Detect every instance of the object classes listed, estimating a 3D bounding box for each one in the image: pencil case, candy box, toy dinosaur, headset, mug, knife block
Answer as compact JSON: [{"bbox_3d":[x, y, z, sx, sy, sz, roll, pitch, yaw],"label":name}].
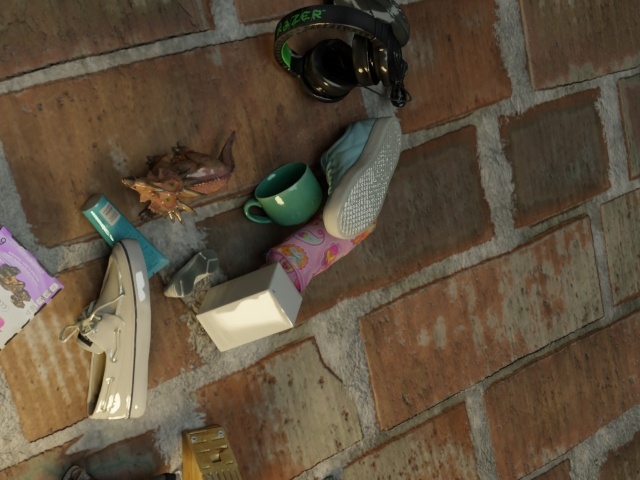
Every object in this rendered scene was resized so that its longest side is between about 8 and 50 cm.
[{"bbox_3d":[0.000,0.000,1.973,0.284,0.124,0.124,-40,115,-32],"label":"pencil case"},{"bbox_3d":[-0.600,0.095,1.648,0.196,0.070,0.165,-49,118,-19],"label":"candy box"},{"bbox_3d":[-0.252,-0.120,1.771,0.296,0.200,0.127,-28,109,-28],"label":"toy dinosaur"},{"bbox_3d":[0.073,-0.403,1.951,0.394,0.243,0.185,30,59,-46],"label":"headset"},{"bbox_3d":[-0.072,-0.090,1.945,0.097,0.158,0.129,57,42,-26],"label":"mug"},{"bbox_3d":[-0.243,0.569,1.933,0.088,0.242,0.275,-4,52,-33],"label":"knife block"}]

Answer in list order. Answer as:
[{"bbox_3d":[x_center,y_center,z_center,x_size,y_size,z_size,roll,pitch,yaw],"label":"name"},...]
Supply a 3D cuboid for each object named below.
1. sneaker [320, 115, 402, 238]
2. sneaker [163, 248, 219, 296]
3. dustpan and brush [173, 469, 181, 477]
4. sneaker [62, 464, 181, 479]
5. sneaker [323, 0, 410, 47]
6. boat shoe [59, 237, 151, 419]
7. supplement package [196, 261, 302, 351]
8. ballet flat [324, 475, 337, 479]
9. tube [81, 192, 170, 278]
[{"bbox_3d":[0.059,-0.133,1.957,0.366,0.150,0.135,-59,139,-43],"label":"sneaker"},{"bbox_3d":[-0.270,0.066,1.871,0.152,0.061,0.053,-43,109,-43],"label":"sneaker"},{"bbox_3d":[-0.346,0.576,1.879,0.147,0.060,0.211,35,82,-17],"label":"dustpan and brush"},{"bbox_3d":[-0.413,0.500,1.781,0.269,0.101,0.153,-26,109,-18],"label":"sneaker"},{"bbox_3d":[0.078,-0.517,2.012,0.286,0.109,0.130,39,84,-22],"label":"sneaker"},{"bbox_3d":[-0.421,0.177,1.745,0.157,0.136,0.367,-3,109,-27],"label":"boat shoe"},{"bbox_3d":[-0.145,0.138,1.867,0.105,0.179,0.105,59,25,-23],"label":"supplement package"},{"bbox_3d":[0.002,0.593,2.106,0.114,0.041,0.041,-32,111,-26],"label":"ballet flat"},{"bbox_3d":[-0.388,-0.003,1.790,0.080,0.052,0.207,-41,121,-9],"label":"tube"}]
